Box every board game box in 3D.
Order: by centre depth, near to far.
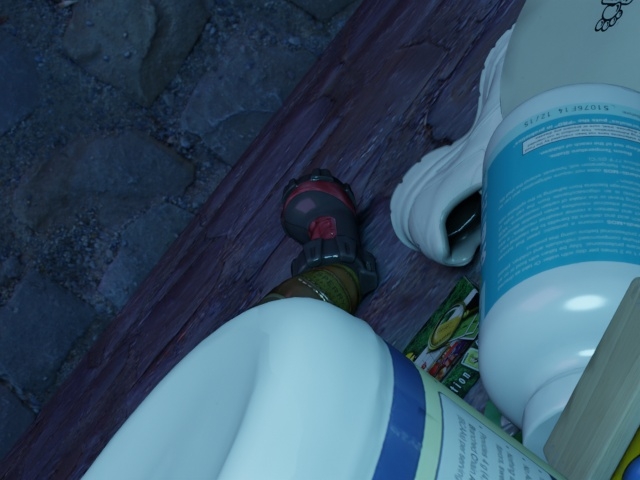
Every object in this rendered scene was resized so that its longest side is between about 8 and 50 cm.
[{"bbox_3d":[0.068,0.153,1.259,0.260,0.030,0.136,-52,11,6],"label":"board game box"}]

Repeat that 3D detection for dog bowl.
[{"bbox_3d":[0.260,-0.156,1.085,0.265,0.104,0.265,-44,30,34],"label":"dog bowl"}]

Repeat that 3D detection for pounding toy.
[{"bbox_3d":[0.211,0.097,0.717,0.100,0.141,0.130,-99,33,-73],"label":"pounding toy"}]

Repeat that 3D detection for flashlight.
[{"bbox_3d":[0.000,0.000,1.732,0.103,0.103,0.304,-49,13,15],"label":"flashlight"}]

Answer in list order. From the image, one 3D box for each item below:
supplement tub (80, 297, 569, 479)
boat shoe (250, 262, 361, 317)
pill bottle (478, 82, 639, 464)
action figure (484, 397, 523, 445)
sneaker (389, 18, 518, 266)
[{"bbox_3d":[0.049,0.200,0.534,0.235,0.325,0.235,-49,13,16],"label":"supplement tub"},{"bbox_3d":[-0.032,0.107,1.463,0.104,0.111,0.307,-39,0,-24],"label":"boat shoe"},{"bbox_3d":[0.173,0.030,0.904,0.146,0.146,0.264,-44,25,36],"label":"pill bottle"},{"bbox_3d":[0.136,0.155,0.953,0.137,0.063,0.232,-37,24,43],"label":"action figure"},{"bbox_3d":[0.189,-0.094,1.371,0.297,0.111,0.129,-58,24,12],"label":"sneaker"}]
